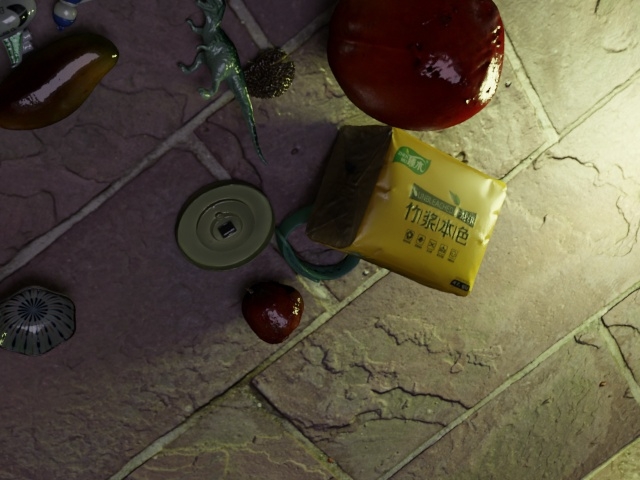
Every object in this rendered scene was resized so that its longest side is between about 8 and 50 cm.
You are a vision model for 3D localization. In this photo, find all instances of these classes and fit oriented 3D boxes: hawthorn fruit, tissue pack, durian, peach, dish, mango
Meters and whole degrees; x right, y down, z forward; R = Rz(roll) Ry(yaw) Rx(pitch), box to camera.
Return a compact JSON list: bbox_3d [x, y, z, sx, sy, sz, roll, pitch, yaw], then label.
[{"bbox_3d":[-0.123,0.160,2.128,0.172,0.148,0.148,39,100,-24],"label":"hawthorn fruit"},{"bbox_3d":[0.201,-0.069,2.032,0.382,0.228,0.293,22,86,-32],"label":"tissue pack"},{"bbox_3d":[-0.114,-0.340,1.858,0.140,0.071,0.110,-15,125,-9],"label":"durian"},{"bbox_3d":[0.193,-0.389,1.781,0.370,0.370,0.370,-11,124,-17],"label":"peach"},{"bbox_3d":[-0.632,0.162,1.948,0.190,0.066,0.191,-12,127,-16],"label":"dish"},{"bbox_3d":[-0.503,-0.299,1.684,0.267,0.111,0.133,-35,126,-3],"label":"mango"}]

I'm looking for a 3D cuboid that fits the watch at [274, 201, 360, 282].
[{"bbox_3d":[0.000,0.000,2.128,0.237,0.068,0.195,25,110,-38],"label":"watch"}]

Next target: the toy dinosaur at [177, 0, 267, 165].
[{"bbox_3d":[-0.217,-0.321,1.817,0.129,0.076,0.383,-14,121,0],"label":"toy dinosaur"}]

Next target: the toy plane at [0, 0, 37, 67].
[{"bbox_3d":[-0.595,-0.394,1.606,0.174,0.080,0.174,-12,123,-19],"label":"toy plane"}]

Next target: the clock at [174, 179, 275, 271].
[{"bbox_3d":[-0.216,-0.030,2.032,0.235,0.029,0.235,-11,124,-17],"label":"clock"}]

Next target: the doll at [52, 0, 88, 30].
[{"bbox_3d":[-0.463,-0.454,1.640,0.098,0.058,0.143,20,113,-9],"label":"doll"}]
